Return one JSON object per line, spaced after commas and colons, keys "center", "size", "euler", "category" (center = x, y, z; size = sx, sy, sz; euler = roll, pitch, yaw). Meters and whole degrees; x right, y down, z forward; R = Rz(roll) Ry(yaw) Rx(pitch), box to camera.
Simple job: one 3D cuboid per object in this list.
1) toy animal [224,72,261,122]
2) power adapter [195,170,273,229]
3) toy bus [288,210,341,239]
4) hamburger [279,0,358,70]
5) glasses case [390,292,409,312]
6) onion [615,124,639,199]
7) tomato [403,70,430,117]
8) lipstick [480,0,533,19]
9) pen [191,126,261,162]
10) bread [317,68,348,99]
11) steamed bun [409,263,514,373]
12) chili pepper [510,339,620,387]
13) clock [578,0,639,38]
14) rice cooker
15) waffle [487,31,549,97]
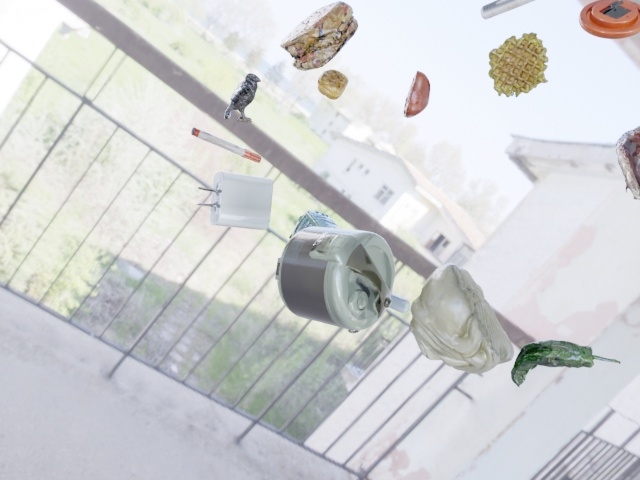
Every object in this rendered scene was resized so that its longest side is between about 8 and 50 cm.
{"center": [-0.167, -0.307, 1.183], "size": [0.062, 0.108, 0.220], "euler": [14, 22, -6], "category": "toy animal"}
{"center": [-0.303, -0.139, 1.908], "size": [0.255, 0.187, 0.124], "euler": [6, -2, -28], "category": "power adapter"}
{"center": [0.000, 0.000, 2.480], "size": [0.183, 0.200, 0.343], "euler": [17, 18, -27], "category": "toy bus"}
{"center": [0.001, -0.564, 1.513], "size": [0.107, 0.231, 0.231], "euler": [49, 6, -26], "category": "hamburger"}
{"center": [0.354, 0.295, 2.650], "size": [0.045, 0.067, 0.178], "euler": [0, 15, -44], "category": "glasses case"}
{"center": [0.928, -0.225, 1.487], "size": [0.207, 0.206, 0.216], "euler": [71, 19, 1], "category": "onion"}
{"center": [0.362, -0.528, 2.043], "size": [0.082, 0.174, 0.166], "euler": [15, -11, 0], "category": "tomato"}
{"center": [0.503, -0.638, 1.485], "size": [0.141, 0.040, 0.040], "euler": [-8, -26, 40], "category": "lipstick"}
{"center": [-0.277, -0.282, 1.644], "size": [0.239, 0.028, 0.028], "euler": [19, 22, -39], "category": "pen"}
{"center": [0.034, -0.453, 1.590], "size": [0.083, 0.044, 0.111], "euler": [26, 48, -2], "category": "bread"}
{"center": [0.381, 0.239, 1.577], "size": [0.324, 0.219, 0.310], "euler": [16, 46, -62], "category": "steamed bun"}
{"center": [0.621, 0.316, 1.446], "size": [0.122, 0.278, 0.065], "euler": [54, 39, -24], "category": "chili pepper"}
{"center": [0.937, -0.714, 1.762], "size": [0.205, 0.205, 0.051], "euler": [48, -16, 36], "category": "clock"}
{"center": [0.061, 0.111, 1.764], "size": [0.325, 0.336, 0.335], "euler": [7, -15, 42], "category": "rice cooker"}
{"center": [0.818, -0.724, 2.283], "size": [0.052, 0.254, 0.245], "euler": [-20, 94, -52], "category": "waffle"}
